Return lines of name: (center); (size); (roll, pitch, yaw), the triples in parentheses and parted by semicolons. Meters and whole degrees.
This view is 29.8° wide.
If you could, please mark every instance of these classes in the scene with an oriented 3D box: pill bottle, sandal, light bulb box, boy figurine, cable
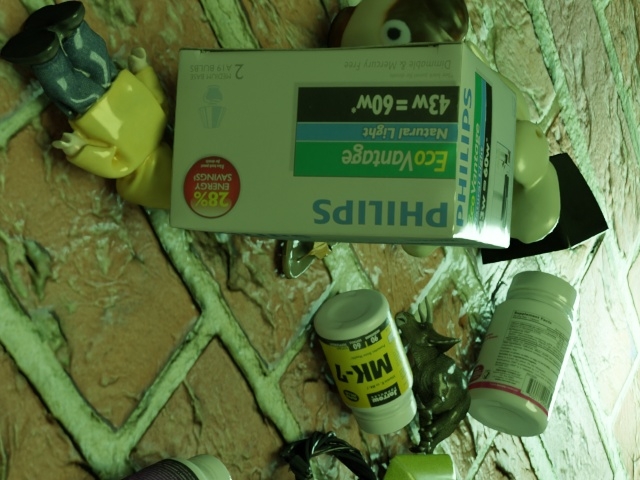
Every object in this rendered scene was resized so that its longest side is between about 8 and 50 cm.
pill bottle: (0.075, 0.190, 1.858); (0.119, 0.119, 0.208); (-48, 128, -41)
sandal: (0.000, 0.000, 1.804); (0.180, 0.049, 0.072); (-33, 118, -48)
pill bottle: (-0.201, 0.334, 1.498); (0.193, 0.108, 0.108); (-18, 106, -52)
pill bottle: (0.382, 0.208, 2.247); (0.160, 0.160, 0.283); (52, 52, -42)
light bulb box: (0.044, -0.109, 1.530); (0.361, 0.358, 0.225); (9, 83, -72)
boy figurine: (-0.246, -0.150, 1.425); (0.285, 0.092, 0.177); (56, 49, -40)
cable: (0.029, 0.345, 1.792); (0.184, 0.150, 0.047); (4, 119, -58)

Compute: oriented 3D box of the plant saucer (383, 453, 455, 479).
plant saucer: (0.154, 0.450, 1.999); (0.188, 0.045, 0.188); (13, 99, -53)

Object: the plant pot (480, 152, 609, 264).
plant pot: (0.403, -0.066, 2.259); (0.187, 0.188, 0.167); (-19, 94, -52)

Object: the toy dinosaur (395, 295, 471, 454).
toy dinosaur: (0.205, 0.268, 2.045); (0.160, 0.121, 0.313); (-40, 120, -30)

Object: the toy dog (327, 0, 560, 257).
toy dog: (0.189, -0.218, 1.863); (0.408, 0.285, 0.395); (45, 56, -43)
